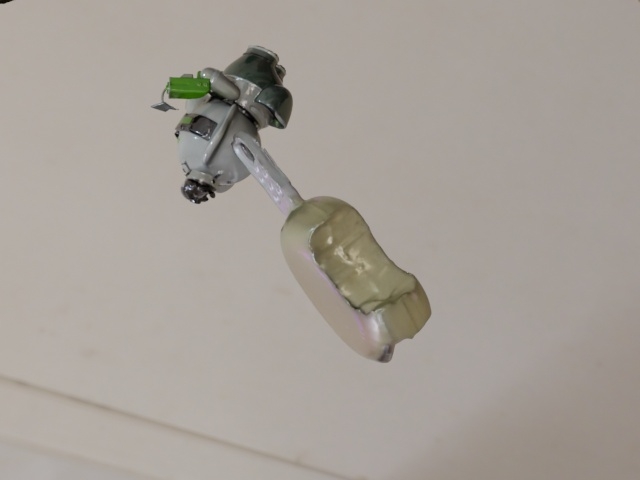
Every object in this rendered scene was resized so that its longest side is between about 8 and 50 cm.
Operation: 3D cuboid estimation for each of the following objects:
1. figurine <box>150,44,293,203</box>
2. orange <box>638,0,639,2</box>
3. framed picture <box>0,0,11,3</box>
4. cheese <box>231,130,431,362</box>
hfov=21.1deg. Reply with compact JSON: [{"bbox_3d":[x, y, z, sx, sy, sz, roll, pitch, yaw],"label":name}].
[{"bbox_3d":[-0.106,-0.128,1.942,0.192,0.126,0.147,-64,-19,-18],"label":"figurine"},{"bbox_3d":[0.231,-0.176,1.080,0.085,0.085,0.085,-41,39,44],"label":"orange"},{"bbox_3d":[-0.195,-0.139,0.968,0.281,0.209,0.019,-3,99,24],"label":"framed picture"},{"bbox_3d":[0.000,0.000,1.799,0.082,0.286,0.163,-38,-4,-18],"label":"cheese"}]
